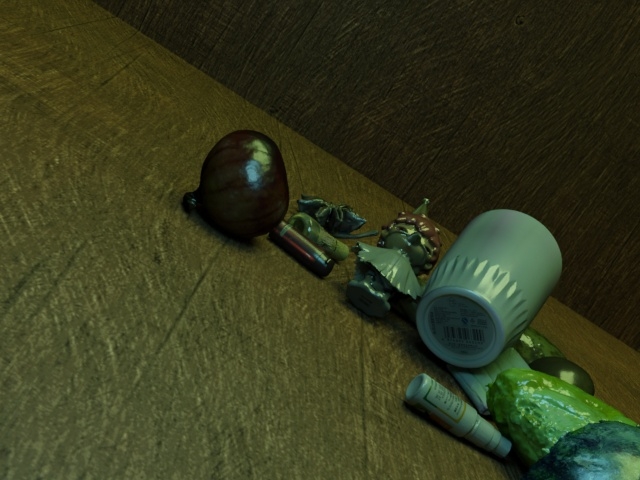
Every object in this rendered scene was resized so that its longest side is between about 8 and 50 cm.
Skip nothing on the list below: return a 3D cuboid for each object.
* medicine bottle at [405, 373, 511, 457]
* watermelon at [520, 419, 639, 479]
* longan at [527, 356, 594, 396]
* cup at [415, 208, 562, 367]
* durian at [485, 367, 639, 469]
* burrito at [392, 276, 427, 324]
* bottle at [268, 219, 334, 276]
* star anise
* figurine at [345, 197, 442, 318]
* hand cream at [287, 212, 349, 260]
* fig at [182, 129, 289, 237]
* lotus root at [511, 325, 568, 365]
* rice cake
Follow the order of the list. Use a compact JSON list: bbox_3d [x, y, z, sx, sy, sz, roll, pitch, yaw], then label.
[{"bbox_3d":[0.252,0.327,1.703,0.221,0.061,0.092,36,-10,-12],"label":"medicine bottle"},{"bbox_3d":[0.400,0.399,1.445,0.148,0.318,0.226,36,-29,27],"label":"watermelon"},{"bbox_3d":[0.523,0.344,2.056,0.189,0.189,0.189,32,13,-8],"label":"longan"},{"bbox_3d":[0.378,0.107,2.072,0.253,0.253,0.371,36,37,9],"label":"cup"},{"bbox_3d":[0.466,0.367,1.734,0.340,0.204,0.256,43,1,43],"label":"durian"},{"bbox_3d":[0.239,0.145,2.245,0.348,0.107,0.175,35,26,14],"label":"burrito"},{"bbox_3d":[-0.041,0.020,2.100,0.164,0.060,0.060,38,13,16],"label":"bottle"},{"bbox_3d":[0.037,-0.060,2.507,0.231,0.089,0.209,36,24,34],"label":"star anise"},{"bbox_3d":[0.196,0.027,2.131,0.207,0.166,0.387,36,50,7],"label":"figurine"},{"bbox_3d":[0.000,0.000,2.233,0.203,0.084,0.084,26,14,-49],"label":"hand cream"},{"bbox_3d":[-0.165,-0.120,1.963,0.215,0.235,0.235,-1,-4,27],"label":"fig"},{"bbox_3d":[0.513,0.303,2.235,0.309,0.173,0.173,39,12,-10],"label":"lotus root"},{"bbox_3d":[0.382,0.302,1.985,0.189,0.037,0.198,-8,26,-19],"label":"rice cake"}]
